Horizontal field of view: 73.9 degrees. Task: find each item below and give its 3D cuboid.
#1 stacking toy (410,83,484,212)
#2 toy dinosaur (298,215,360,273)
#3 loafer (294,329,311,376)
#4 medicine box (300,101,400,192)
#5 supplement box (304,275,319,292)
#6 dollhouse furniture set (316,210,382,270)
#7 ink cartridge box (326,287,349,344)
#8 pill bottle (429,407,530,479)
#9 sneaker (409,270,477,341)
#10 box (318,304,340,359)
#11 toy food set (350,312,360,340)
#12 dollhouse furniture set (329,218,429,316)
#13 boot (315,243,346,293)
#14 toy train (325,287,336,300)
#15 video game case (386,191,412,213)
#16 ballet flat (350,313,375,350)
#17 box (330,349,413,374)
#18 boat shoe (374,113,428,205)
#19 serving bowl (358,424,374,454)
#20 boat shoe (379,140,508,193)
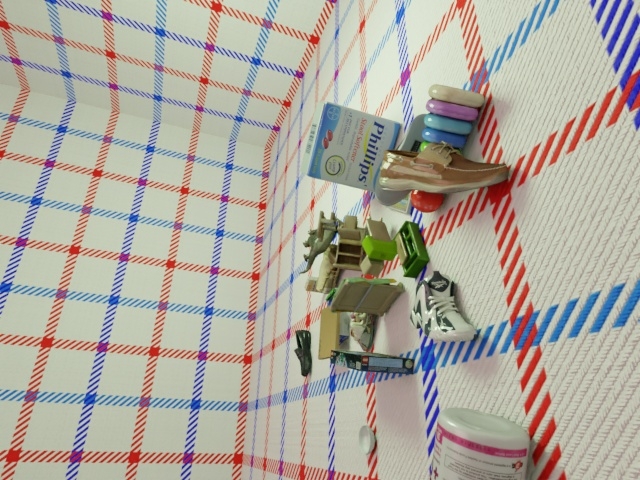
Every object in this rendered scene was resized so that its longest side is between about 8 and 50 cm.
[{"bbox_3d":[0.312,-0.232,1.129,0.141,0.141,0.330,-118,38,-63],"label":"stacking toy"},{"bbox_3d":[0.000,0.000,1.674,0.313,0.121,0.160,-41,3,-35],"label":"toy dinosaur"},{"bbox_3d":[-0.087,0.523,1.984,0.076,0.078,0.223,122,152,-49],"label":"loafer"},{"bbox_3d":[0.103,-0.337,1.546,0.149,0.290,0.263,-126,49,-69],"label":"medicine box"},{"bbox_3d":[-0.016,0.200,1.919,0.036,0.099,0.062,-118,41,-62],"label":"supplement box"},{"bbox_3d":[0.102,0.010,1.507,0.242,0.212,0.160,58,-140,-77],"label":"dollhouse furniture set"},{"bbox_3d":[0.067,0.302,1.694,0.097,0.046,0.207,123,152,-47],"label":"ink cartridge box"},{"bbox_3d":[0.278,0.471,0.773,0.160,0.161,0.282,175,105,-71],"label":"pill bottle"},{"bbox_3d":[0.291,0.151,1.020,0.235,0.094,0.152,-179,90,-82],"label":"sneaker"},{"bbox_3d":[0.035,0.354,1.650,0.164,0.021,0.201,140,138,-60],"label":"box"},{"bbox_3d":[0.128,0.302,1.559,0.078,0.019,0.122,-174,86,-72],"label":"toy food set"},{"bbox_3d":[0.158,0.084,1.295,0.151,0.198,0.301,-100,27,-43],"label":"dollhouse furniture set"},{"bbox_3d":[0.050,0.131,1.761,0.262,0.095,0.203,-138,61,-71],"label":"boot"},{"bbox_3d":[0.042,0.220,1.719,0.083,0.017,0.023,126,160,-49],"label":"toy train"},{"bbox_3d":[0.268,-0.167,1.391,0.157,0.019,0.143,-144,65,-69],"label":"video game case"},{"bbox_3d":[0.145,0.262,1.426,0.077,0.079,0.221,-141,62,-69],"label":"ballet flat"},{"bbox_3d":[0.143,0.355,1.250,0.233,0.159,0.044,154,123,-68],"label":"box"},{"bbox_3d":[0.247,-0.229,1.263,0.105,0.113,0.306,100,-167,-78],"label":"boat shoe"},{"bbox_3d":[0.146,0.614,1.310,0.083,0.027,0.083,-170,90,-71],"label":"serving bowl"},{"bbox_3d":[0.277,-0.178,1.021,0.325,0.123,0.116,7,107,39],"label":"boat shoe"}]
